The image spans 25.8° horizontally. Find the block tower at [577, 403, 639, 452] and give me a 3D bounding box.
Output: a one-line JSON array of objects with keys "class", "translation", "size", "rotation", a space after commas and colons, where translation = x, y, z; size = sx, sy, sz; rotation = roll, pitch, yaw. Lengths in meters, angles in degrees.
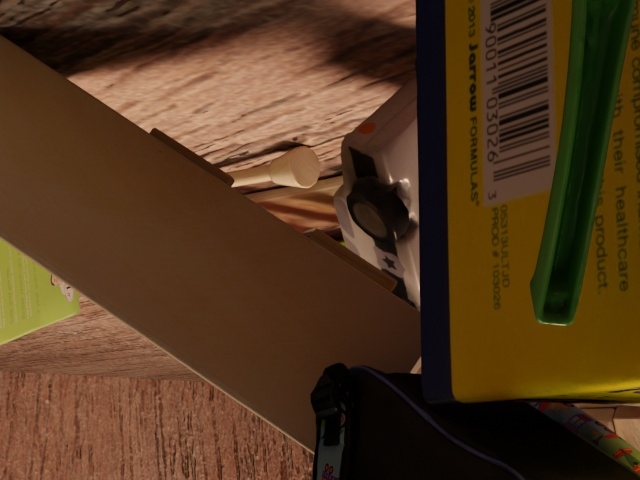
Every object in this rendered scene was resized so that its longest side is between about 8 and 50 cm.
[{"class": "block tower", "translation": [0.282, 0.096, 1.102], "size": [0.091, 0.097, 0.335], "rotation": [-5, -155, 26]}]

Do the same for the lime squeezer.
[{"class": "lime squeezer", "translation": [0.098, -0.115, 0.383], "size": [0.058, 0.110, 0.310], "rotation": [16, 138, -2]}]

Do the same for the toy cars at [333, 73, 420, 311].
[{"class": "toy cars", "translation": [0.113, -0.004, 0.867], "size": [0.087, 0.177, 0.393], "rotation": [25, -172, 38]}]

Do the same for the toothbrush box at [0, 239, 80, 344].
[{"class": "toothbrush box", "translation": [-0.297, 0.014, 0.832], "size": [0.206, 0.122, 0.283], "rotation": [-3, -172, 15]}]

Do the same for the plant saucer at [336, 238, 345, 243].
[{"class": "plant saucer", "translation": [0.102, 0.053, 1.370], "size": [0.332, 0.084, 0.332], "rotation": [0, 169, 0]}]

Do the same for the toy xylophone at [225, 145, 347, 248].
[{"class": "toy xylophone", "translation": [0.000, 0.000, 1.067], "size": [0.236, 0.081, 0.322], "rotation": [8, 167, -37]}]

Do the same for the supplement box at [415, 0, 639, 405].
[{"class": "supplement box", "translation": [0.212, -0.043, 0.486], "size": [0.194, 0.195, 0.356], "rotation": [6, 168, -31]}]

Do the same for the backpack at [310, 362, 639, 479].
[{"class": "backpack", "translation": [0.059, 0.155, 0.598], "size": [0.116, 0.173, 0.158], "rotation": [6, -167, -31]}]

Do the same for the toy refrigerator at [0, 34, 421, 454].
[{"class": "toy refrigerator", "translation": [-0.072, 0.006, 0.721], "size": [0.269, 0.094, 0.102], "rotation": [34, 173, 8]}]
